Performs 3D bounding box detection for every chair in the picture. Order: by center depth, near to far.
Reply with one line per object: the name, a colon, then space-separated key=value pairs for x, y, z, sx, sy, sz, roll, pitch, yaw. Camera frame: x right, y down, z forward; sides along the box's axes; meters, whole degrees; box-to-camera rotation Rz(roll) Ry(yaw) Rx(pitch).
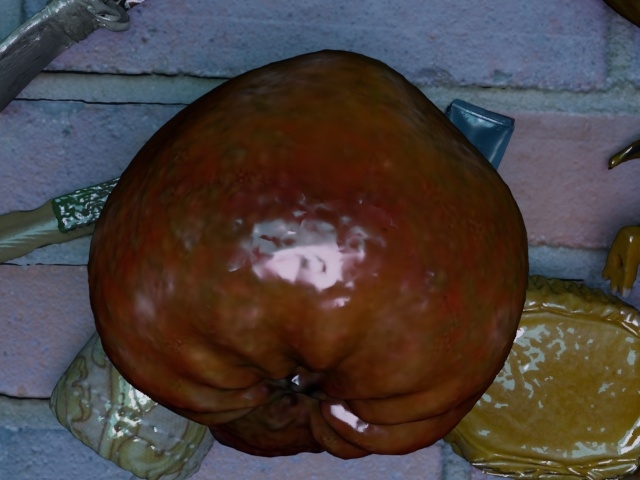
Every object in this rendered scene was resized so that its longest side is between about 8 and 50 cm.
chair: x=-0.287 y=-0.300 z=1.030 sx=0.319 sy=0.160 sz=0.186 roll=-32 pitch=94 yaw=-3

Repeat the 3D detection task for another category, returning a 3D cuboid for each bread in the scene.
bread: x=0.247 y=0.155 z=1.028 sx=0.253 sy=0.142 sz=0.228 roll=14 pitch=86 yaw=-3

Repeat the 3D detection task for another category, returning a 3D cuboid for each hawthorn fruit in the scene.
hawthorn fruit: x=0.000 y=0.000 z=0.884 sx=0.402 sy=0.403 sz=0.403 roll=0 pitch=88 yaw=-1

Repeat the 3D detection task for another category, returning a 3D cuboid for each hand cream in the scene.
hand cream: x=0.156 y=-0.052 z=1.085 sx=0.083 sy=0.048 sz=0.224 roll=19 pitch=82 yaw=2

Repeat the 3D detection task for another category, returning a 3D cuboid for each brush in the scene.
brush: x=-0.319 y=-0.019 z=1.072 sx=0.282 sy=0.048 sz=0.054 roll=-18 pitch=85 yaw=0

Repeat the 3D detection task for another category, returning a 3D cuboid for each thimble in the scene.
thimble: x=-0.184 y=0.172 z=1.022 sx=0.190 sy=0.137 sz=0.143 roll=35 pitch=85 yaw=-14

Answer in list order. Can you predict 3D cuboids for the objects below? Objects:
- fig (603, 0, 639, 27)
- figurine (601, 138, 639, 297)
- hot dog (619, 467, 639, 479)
fig: x=0.392 y=-0.284 z=1.042 sx=0.216 sy=0.217 sz=0.321 roll=-13 pitch=110 yaw=-2
figurine: x=0.515 y=0.003 z=0.925 sx=0.386 sy=0.401 sz=0.268 roll=0 pitch=88 yaw=-12
hot dog: x=0.384 y=0.308 z=1.047 sx=0.213 sy=0.103 sz=0.146 roll=-32 pitch=68 yaw=-11
